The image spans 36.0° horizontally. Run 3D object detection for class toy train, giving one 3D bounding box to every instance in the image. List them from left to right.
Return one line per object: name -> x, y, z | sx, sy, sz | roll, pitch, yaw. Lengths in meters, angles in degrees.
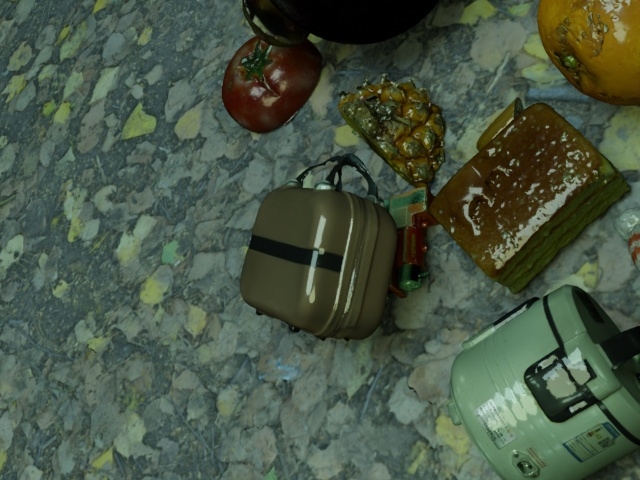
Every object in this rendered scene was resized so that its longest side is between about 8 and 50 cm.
toy train -> 0.126, 0.008, 1.545 | 0.118, 0.074, 0.176 | -13, 58, 31

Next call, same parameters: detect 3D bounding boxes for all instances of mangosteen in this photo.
mangosteen -> 0.029, -0.514, 1.703 | 0.435, 0.382, 0.382 | -9, 62, 46

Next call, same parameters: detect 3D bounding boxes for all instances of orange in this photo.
orange -> 0.426, -0.307, 1.346 | 0.246, 0.246, 0.246 | -19, 57, 32

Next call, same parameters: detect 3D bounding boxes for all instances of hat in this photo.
hat -> 0.436, 0.005, 1.277 | 0.112, 0.093, 0.162 | -24, 43, -4

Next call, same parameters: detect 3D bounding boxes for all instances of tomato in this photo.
tomato -> -0.107, -0.323, 1.905 | 0.225, 0.085, 0.225 | -21, 53, 31

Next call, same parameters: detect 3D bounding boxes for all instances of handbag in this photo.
handbag -> 0.000, 0.000, 1.517 | 0.302, 0.149, 0.283 | 14, 88, 68

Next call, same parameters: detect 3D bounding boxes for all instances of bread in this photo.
bread -> 0.288, -0.166, 1.516 | 0.103, 0.049, 0.062 | -48, 46, 12
bread -> 0.292, -0.066, 1.417 | 0.234, 0.110, 0.184 | -45, 47, 11

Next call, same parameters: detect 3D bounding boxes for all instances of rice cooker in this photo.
rice cooker -> 0.295, 0.178, 1.209 | 0.244, 0.226, 0.226 | -34, 50, 22

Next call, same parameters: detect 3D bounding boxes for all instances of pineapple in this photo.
pineapple -> 0.112, -0.219, 1.617 | 0.140, 0.164, 0.250 | -43, 44, 4
